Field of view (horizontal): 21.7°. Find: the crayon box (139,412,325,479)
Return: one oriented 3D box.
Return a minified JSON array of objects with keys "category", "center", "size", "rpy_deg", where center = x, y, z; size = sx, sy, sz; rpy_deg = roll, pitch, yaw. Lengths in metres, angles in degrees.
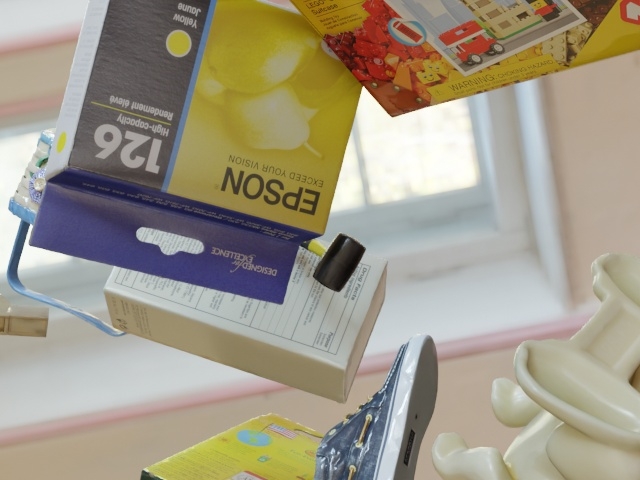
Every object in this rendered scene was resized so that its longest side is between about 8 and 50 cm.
[{"category":"crayon box","center":[-0.070,0.328,2.191],"size":[0.318,0.202,0.081],"rpy_deg":[-17,-57,-58]}]

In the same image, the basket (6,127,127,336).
[{"category":"basket","center":[-0.365,-0.021,2.580],"size":[0.201,0.254,0.289],"rpy_deg":[-18,-56,-58]}]

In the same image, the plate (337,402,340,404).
[{"category":"plate","center":[0.008,0.127,2.235],"size":[0.188,0.024,0.188],"rpy_deg":[-18,-90,-85]}]

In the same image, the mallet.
[{"category":"mallet","center":[0.000,0.000,1.890],"size":[0.039,0.062,0.190],"rpy_deg":[32,-173,-24]}]

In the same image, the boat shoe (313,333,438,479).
[{"category":"boat shoe","center":[0.048,0.164,1.489],"size":[0.065,0.083,0.183],"rpy_deg":[56,-137,-51]}]

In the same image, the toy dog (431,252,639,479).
[{"category":"toy dog","center":[0.325,0.278,1.861],"size":[0.284,0.395,0.408],"rpy_deg":[-53,-10,-48]}]

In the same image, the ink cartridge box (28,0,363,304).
[{"category":"ink cartridge box","center":[-0.118,-0.107,1.729],"size":[0.072,0.303,0.307],"rpy_deg":[9,86,62]}]

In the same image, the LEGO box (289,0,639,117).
[{"category":"LEGO box","center":[0.176,-0.351,1.559],"size":[0.372,0.500,0.193],"rpy_deg":[46,-129,-29]}]

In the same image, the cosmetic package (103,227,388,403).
[{"category":"cosmetic package","center":[-0.088,0.066,2.021],"size":[0.113,0.309,0.160],"rpy_deg":[91,-160,-62]}]

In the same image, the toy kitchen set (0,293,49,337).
[{"category":"toy kitchen set","center":[-0.333,0.072,1.802],"size":[0.068,0.075,0.083],"rpy_deg":[106,163,-46]}]
